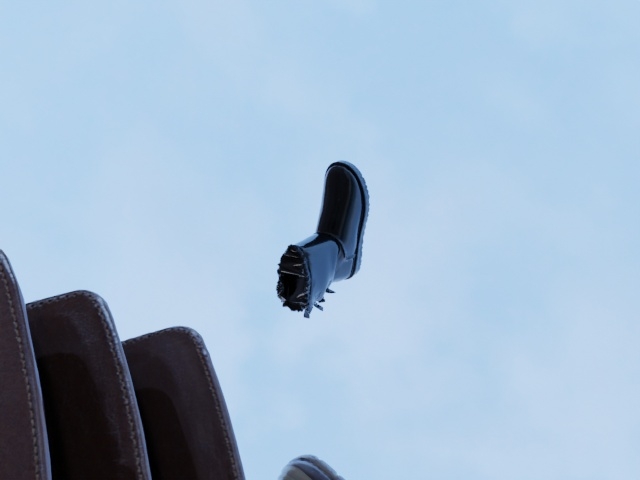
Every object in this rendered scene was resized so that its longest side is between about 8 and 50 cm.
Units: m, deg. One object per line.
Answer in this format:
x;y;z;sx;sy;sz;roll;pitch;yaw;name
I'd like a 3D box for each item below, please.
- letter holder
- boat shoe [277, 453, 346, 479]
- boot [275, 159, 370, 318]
-0.153;0.159;0.753;0.214;0.152;0.302;-15;-126;2;letter holder
0.049;0.284;0.930;0.116;0.123;0.324;-39;-134;-13;boat shoe
0.000;0.000;1.194;0.045;0.099;0.121;15;-64;29;boot
